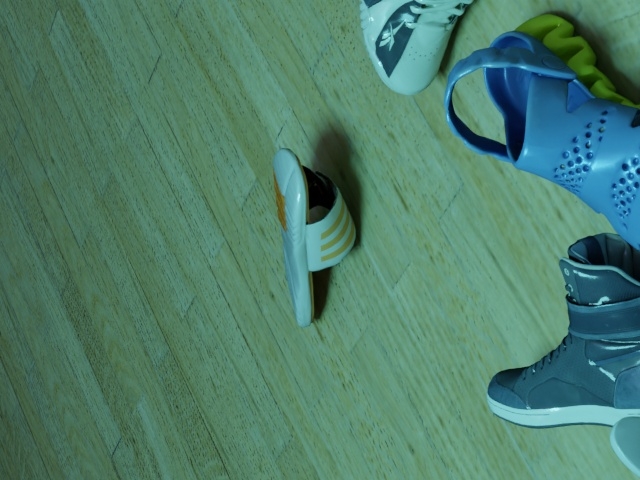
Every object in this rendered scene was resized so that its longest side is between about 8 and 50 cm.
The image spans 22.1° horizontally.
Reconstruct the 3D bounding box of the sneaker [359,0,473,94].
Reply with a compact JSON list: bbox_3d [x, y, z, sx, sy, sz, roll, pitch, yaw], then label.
[{"bbox_3d":[0.115,-0.228,1.472,0.153,0.094,0.235,44,125,55],"label":"sneaker"}]

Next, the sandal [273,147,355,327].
[{"bbox_3d":[-0.002,-0.008,1.768,0.265,0.076,0.102,86,170,-53],"label":"sandal"}]

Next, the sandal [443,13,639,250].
[{"bbox_3d":[0.211,-0.073,1.331,0.317,0.138,0.126,42,131,43],"label":"sandal"}]

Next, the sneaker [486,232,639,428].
[{"bbox_3d":[0.217,0.076,1.398,0.226,0.086,0.163,-6,106,49],"label":"sneaker"}]

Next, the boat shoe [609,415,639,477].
[{"bbox_3d":[0.289,0.190,1.312,0.142,0.049,0.040,31,153,-2],"label":"boat shoe"}]
